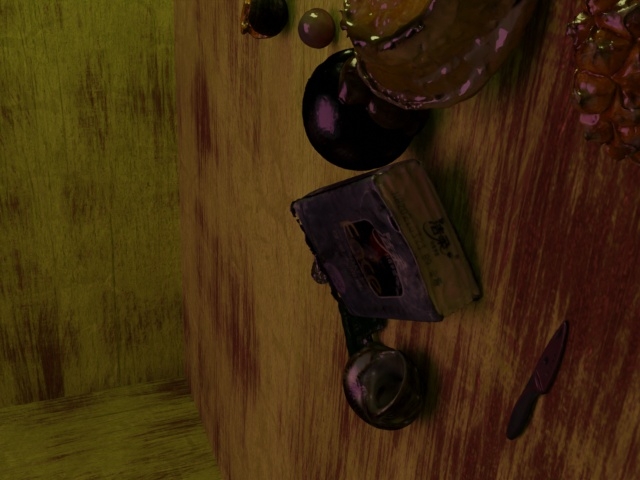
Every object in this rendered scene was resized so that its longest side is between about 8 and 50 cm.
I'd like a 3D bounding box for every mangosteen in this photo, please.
[{"bbox_3d":[0.085,-0.227,1.335,0.250,0.211,0.211,-20,77,55],"label":"mangosteen"}]

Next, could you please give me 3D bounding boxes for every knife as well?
[{"bbox_3d":[0.303,0.204,1.139,0.035,0.018,0.247,-114,26,-45],"label":"knife"}]

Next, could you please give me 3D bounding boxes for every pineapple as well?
[{"bbox_3d":[0.328,-0.178,0.771,0.164,0.140,0.250,-137,47,-59],"label":"pineapple"}]

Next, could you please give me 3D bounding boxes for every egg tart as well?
[{"bbox_3d":[0.137,-0.348,1.103,0.345,0.132,0.345,-8,79,48],"label":"egg tart"}]

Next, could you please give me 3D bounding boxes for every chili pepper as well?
[{"bbox_3d":[0.084,0.167,1.646,0.099,0.083,0.253,20,119,58],"label":"chili pepper"}]

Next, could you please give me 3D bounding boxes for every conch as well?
[{"bbox_3d":[0.127,0.266,1.511,0.187,0.124,0.181,-49,38,34],"label":"conch"}]

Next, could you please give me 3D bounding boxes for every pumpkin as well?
[{"bbox_3d":[-0.132,-0.545,1.944,0.183,0.107,0.119,-143,56,-73],"label":"pumpkin"}]

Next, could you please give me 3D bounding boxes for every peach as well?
[{"bbox_3d":[-0.006,-0.438,1.679,0.083,0.083,0.083,173,90,-70],"label":"peach"}]

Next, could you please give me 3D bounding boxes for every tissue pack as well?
[{"bbox_3d":[0.102,0.007,1.390,0.259,0.122,0.361,63,160,-8],"label":"tissue pack"}]

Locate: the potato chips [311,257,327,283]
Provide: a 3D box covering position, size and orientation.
[{"bbox_3d":[0.000,0.000,1.898,0.142,0.026,0.209,-115,27,-45],"label":"potato chips"}]
